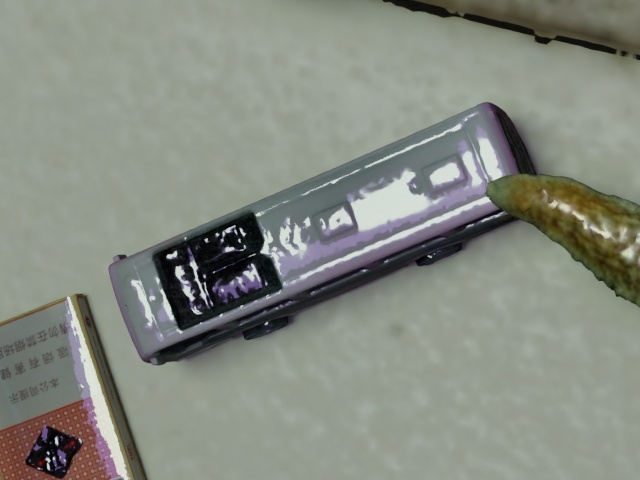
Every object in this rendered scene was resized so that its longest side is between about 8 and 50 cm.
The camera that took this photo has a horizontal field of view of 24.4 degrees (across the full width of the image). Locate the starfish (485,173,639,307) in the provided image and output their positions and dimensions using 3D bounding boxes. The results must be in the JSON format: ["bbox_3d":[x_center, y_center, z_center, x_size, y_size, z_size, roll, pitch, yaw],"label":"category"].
[{"bbox_3d":[0.141,0.035,0.383,0.217,0.050,0.223,21,78,10],"label":"starfish"}]

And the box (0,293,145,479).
[{"bbox_3d":[-0.085,0.064,0.478,0.046,0.012,0.083,-21,81,12],"label":"box"}]

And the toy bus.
[{"bbox_3d":[0.000,0.000,0.437,0.131,0.052,0.037,-23,84,13],"label":"toy bus"}]
